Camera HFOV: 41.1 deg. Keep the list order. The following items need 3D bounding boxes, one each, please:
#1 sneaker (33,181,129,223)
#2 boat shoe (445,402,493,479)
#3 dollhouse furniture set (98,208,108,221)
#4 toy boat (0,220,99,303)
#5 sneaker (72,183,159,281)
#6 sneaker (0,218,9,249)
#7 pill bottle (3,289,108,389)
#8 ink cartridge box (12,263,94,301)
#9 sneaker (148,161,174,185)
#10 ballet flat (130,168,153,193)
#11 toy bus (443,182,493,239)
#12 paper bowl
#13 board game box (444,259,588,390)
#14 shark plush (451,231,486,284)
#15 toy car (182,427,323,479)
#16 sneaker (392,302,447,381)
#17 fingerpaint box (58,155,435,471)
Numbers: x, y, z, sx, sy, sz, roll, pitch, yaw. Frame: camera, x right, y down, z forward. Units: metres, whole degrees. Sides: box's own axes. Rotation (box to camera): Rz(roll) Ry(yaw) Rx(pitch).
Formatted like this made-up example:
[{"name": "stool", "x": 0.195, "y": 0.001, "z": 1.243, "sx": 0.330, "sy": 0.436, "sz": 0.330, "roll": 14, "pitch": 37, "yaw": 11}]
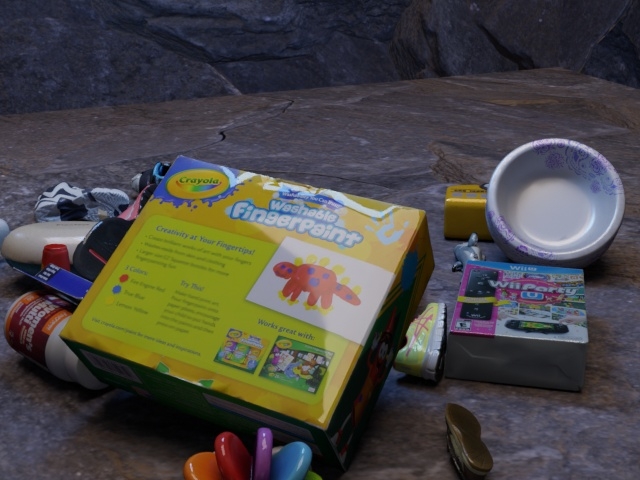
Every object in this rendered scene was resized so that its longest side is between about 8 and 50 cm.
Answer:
[{"name": "sneaker", "x": -0.620, "y": -0.108, "z": 2.206, "sx": 0.235, "sy": 0.094, "sz": 0.153, "roll": -17, "pitch": 33, "yaw": -12}, {"name": "boat shoe", "x": 0.199, "y": 0.286, "z": 1.204, "sx": 0.056, "sy": 0.049, "sz": 0.152, "roll": 20, "pitch": 20, "yaw": -10}, {"name": "dollhouse furniture set", "x": -0.519, "y": -0.020, "z": 1.954, "sx": 0.081, "sy": 0.114, "sz": 0.091, "roll": -10, "pitch": 25, "yaw": -9}, {"name": "toy boat", "x": -0.529, "y": 0.053, "z": 1.760, "sx": 0.268, "sy": 0.148, "sz": 0.318, "roll": 1, "pitch": 13, "yaw": -9}, {"name": "sneaker", "x": -0.385, "y": 0.011, "z": 1.678, "sx": 0.116, "sy": 0.136, "sz": 0.314, "roll": 45, "pitch": 34, "yaw": -4}, {"name": "sneaker", "x": -0.743, "y": 0.050, "z": 1.818, "sx": 0.123, "sy": 0.105, "sz": 0.290, "roll": 12, "pitch": 35, "yaw": 21}, {"name": "pill bottle", "x": -0.431, "y": 0.168, "z": 1.450, "sx": 0.221, "sy": 0.121, "sz": 0.121, "roll": 17, "pitch": 28, "yaw": 40}, {"name": "ink cartridge box", "x": -0.400, "y": 0.105, "z": 1.522, "sx": 0.223, "sy": 0.045, "sz": 0.224, "roll": 17, "pitch": -17, "yaw": 39}, {"name": "sneaker", "x": -0.379, "y": -0.149, "z": 2.239, "sx": 0.125, "sy": 0.139, "sz": 0.341, "roll": -6, "pitch": 20, "yaw": -4}, {"name": "ballet flat", "x": -0.487, "y": -0.157, "z": 2.364, "sx": 0.074, "sy": 0.074, "sz": 0.203, "roll": -3, "pitch": 15, "yaw": -3}, {"name": "toy bus", "x": 0.462, "y": -0.065, "z": 2.014, "sx": 0.333, "sy": 0.108, "sz": 0.130, "roll": 3, "pitch": 22, "yaw": 10}, {"name": "paper bowl", "x": 0.501, "y": -0.065, "z": 1.847, "sx": 0.285, "sy": 0.284, "sz": 0.148, "roll": 2, "pitch": -21, "yaw": 9}, {"name": "board game box", "x": 0.350, "y": 0.141, "z": 1.513, "sx": 0.224, "sy": 0.097, "sz": 0.303, "roll": 4, "pitch": 21, "yaw": 14}, {"name": "shark plush", "x": 0.314, "y": 0.056, "z": 1.834, "sx": 0.067, "sy": 0.073, "sz": 0.161, "roll": -14, "pitch": 38, "yaw": 21}, {"name": "toy car", "x": -0.084, "y": 0.299, "z": 1.071, "sx": 0.182, "sy": 0.136, "sz": 0.159, "roll": -2, "pitch": 21, "yaw": -2}, {"name": "sneaker", "x": 0.171, "y": 0.166, "z": 1.479, "sx": 0.094, "sy": 0.081, "sz": 0.208, "roll": 1, "pitch": 21, "yaw": 13}, {"name": "fingerpaint box", "x": -0.099, "y": 0.092, "z": 1.308, "sx": 0.445, "sy": 0.163, "sz": 0.371, "roll": 14, "pitch": 59, "yaw": 23}]
